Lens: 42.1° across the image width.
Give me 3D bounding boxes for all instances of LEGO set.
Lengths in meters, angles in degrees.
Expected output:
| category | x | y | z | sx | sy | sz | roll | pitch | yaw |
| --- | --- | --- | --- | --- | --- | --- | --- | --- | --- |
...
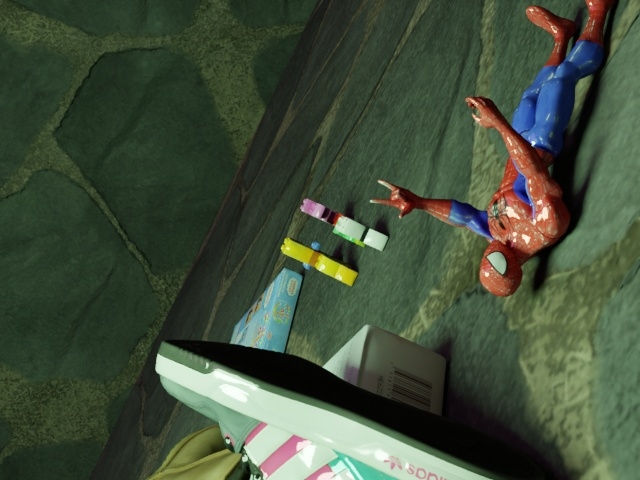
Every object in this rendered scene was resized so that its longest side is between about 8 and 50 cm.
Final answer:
| category | x | y | z | sx | sy | sz | roll | pitch | yaw |
| --- | --- | --- | --- | --- | --- | --- | --- | --- | --- |
| LEGO set | 0.000 | 0.000 | 1.076 | 0.087 | 0.093 | 0.227 | -65 | 14 | 1 |

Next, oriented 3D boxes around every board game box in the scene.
| category | x | y | z | sx | sy | sz | roll | pitch | yaw |
| --- | --- | --- | --- | --- | --- | --- | --- | --- | --- |
| board game box | -0.101 | 0.160 | 1.298 | 0.211 | 0.039 | 0.160 | -50 | 21 | 49 |

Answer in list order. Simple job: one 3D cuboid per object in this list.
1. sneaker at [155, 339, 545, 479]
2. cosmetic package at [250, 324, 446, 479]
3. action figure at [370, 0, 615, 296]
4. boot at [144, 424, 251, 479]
| category | x | y | z | sx | sy | sz | roll | pitch | yaw |
| --- | --- | --- | --- | --- | --- | --- | --- | --- | --- |
| sneaker | -0.011 | 0.183 | 0.563 | 0.296 | 0.124 | 0.178 | 17 | 94 | 35 |
| cosmetic package | 0.014 | 0.183 | 0.732 | 0.231 | 0.085 | 0.117 | -50 | 20 | 45 |
| action figure | 0.138 | -0.096 | 0.648 | 0.091 | 0.139 | 0.280 | 140 | 149 | -63 |
| boot | -0.111 | 0.282 | 1.013 | 0.269 | 0.089 | 0.236 | -31 | 4 | 42 |
